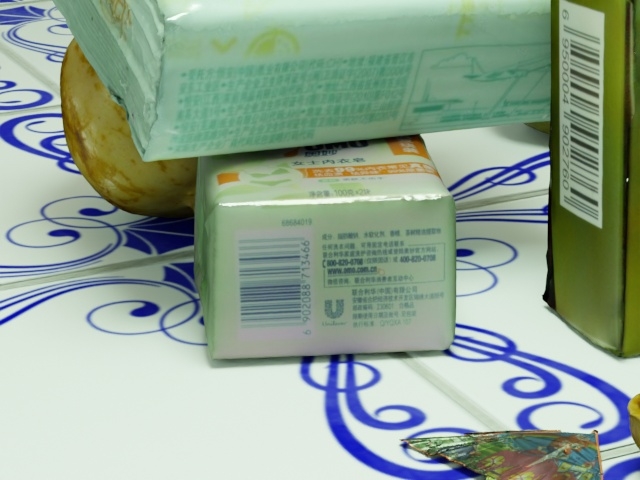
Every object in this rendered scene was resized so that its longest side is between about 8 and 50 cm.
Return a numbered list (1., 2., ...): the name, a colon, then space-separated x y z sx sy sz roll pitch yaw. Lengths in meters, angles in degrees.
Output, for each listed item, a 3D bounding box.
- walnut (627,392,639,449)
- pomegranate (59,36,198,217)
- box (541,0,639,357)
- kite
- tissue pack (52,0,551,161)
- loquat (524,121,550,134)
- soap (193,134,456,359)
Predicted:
1. walnut: 0.265 0.133 1.322 0.121 0.052 0.091 -2 19 -9
2. pomegranate: -0.122 -0.125 1.797 0.248 0.248 0.248 -1 20 0
3. box: 0.389 -0.125 1.553 0.420 0.373 0.138 -8 21 -17
4. kite: 0.135 0.158 1.319 0.159 0.010 0.190 -19 25 -36
5. tissue pack: -0.006 -0.209 1.627 0.388 0.162 0.287 -7 40 -25
6. loquat: 0.307 -0.234 2.032 0.284 0.276 0.276 -5 21 -3
7. soap: 0.000 0.000 1.565 0.199 0.138 0.182 -2 19 -6
